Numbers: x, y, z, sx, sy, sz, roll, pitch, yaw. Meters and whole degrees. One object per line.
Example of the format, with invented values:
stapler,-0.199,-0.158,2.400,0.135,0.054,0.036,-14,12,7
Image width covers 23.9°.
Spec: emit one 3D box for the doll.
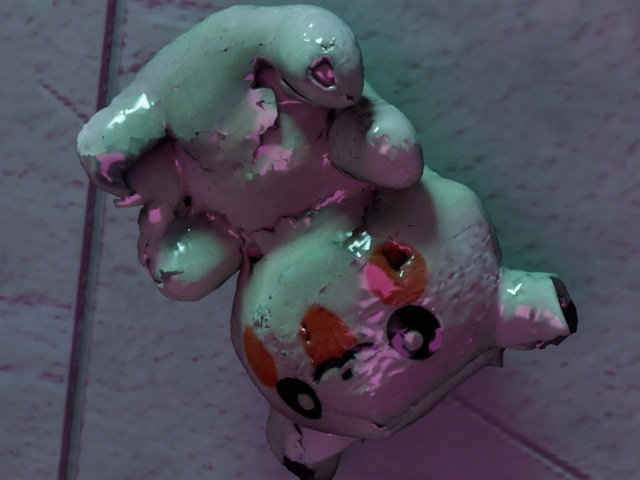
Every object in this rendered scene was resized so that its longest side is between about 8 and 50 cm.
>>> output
doll,0.000,0.000,0.587,0.149,0.095,0.192,-28,98,23
